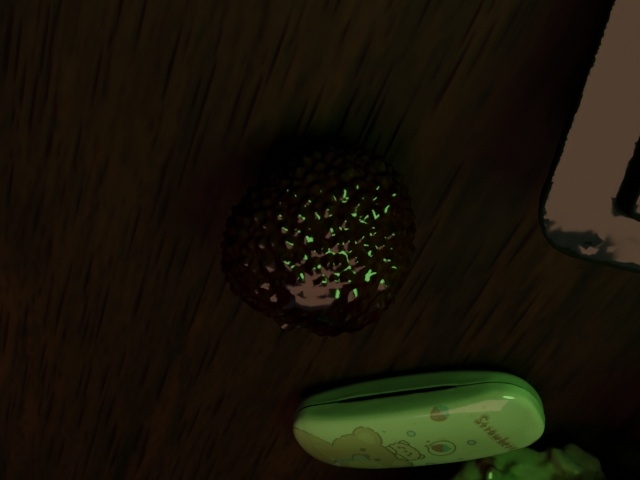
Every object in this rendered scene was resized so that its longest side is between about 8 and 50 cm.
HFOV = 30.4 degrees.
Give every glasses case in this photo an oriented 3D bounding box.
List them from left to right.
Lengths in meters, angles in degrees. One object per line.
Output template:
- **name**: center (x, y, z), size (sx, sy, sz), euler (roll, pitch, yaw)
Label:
- **glasses case**: center (0.074, 0.142, 0.925), size (0.204, 0.051, 0.081), euler (-12, 133, 26)

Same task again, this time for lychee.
- **lychee**: center (0.003, 0.000, 0.735), size (0.123, 0.123, 0.129), euler (38, 106, -27)

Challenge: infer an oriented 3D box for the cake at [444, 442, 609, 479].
- **cake**: center (0.193, 0.347, 0.934), size (0.290, 0.256, 0.282), euler (28, 149, 32)

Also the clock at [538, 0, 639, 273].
- **clock**: center (0.273, -0.075, 0.585), size (0.279, 0.049, 0.273), euler (12, 125, 1)
